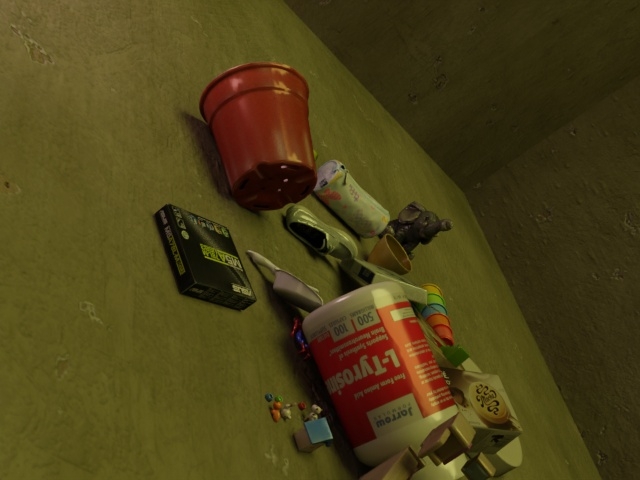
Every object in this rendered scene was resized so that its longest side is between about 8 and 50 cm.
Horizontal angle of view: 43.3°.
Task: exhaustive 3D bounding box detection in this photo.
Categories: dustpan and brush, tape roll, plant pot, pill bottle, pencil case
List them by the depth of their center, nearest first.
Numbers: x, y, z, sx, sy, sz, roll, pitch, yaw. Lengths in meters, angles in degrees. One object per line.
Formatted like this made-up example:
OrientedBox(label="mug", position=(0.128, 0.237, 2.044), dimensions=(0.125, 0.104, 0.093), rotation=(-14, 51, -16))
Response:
OrientedBox(label="pill bottle", position=(0.138, 0.307, 1.639), dimensions=(0.229, 0.229, 0.407), rotation=(9, 55, -65))
OrientedBox(label="dustpan and brush", position=(-0.075, 0.089, 1.750), dimensions=(0.211, 0.060, 0.147), rotation=(25, -15, 4))
OrientedBox(label="plant pot", position=(-0.132, -0.232, 1.908), dimensions=(0.272, 0.273, 0.265), rotation=(30, 39, -52))
OrientedBox(label="tape roll", position=(0.448, 0.492, 2.336), dimensions=(0.392, 0.072, 0.392), rotation=(46, 21, -24))
OrientedBox(label="plant pot", position=(0.197, 0.060, 2.421), dimensions=(0.134, 0.095, 0.134), rotation=(47, 21, -24))
OrientedBox(label="pencil case", position=(0.091, -0.123, 2.435), dimensions=(0.273, 0.124, 0.113), rotation=(44, 21, -31))

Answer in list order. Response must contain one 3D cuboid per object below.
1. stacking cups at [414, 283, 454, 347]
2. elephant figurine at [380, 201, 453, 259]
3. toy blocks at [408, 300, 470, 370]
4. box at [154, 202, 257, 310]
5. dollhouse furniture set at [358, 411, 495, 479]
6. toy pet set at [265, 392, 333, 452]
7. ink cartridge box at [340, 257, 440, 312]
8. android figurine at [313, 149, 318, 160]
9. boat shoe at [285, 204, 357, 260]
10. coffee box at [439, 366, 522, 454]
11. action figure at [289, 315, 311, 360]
OrientedBox(label="stacking cups", position=(0.338, 0.235, 2.425), dimensions=(0.096, 0.096, 0.316), rotation=(50, 15, -16))
OrientedBox(label="elephant figurine", position=(0.331, -0.043, 2.690), dimensions=(0.169, 0.239, 0.186), rotation=(21, 38, -58))
OrientedBox(label="toy blocks", position=(0.246, 0.262, 2.131), dimensions=(0.381, 0.191, 0.261), rotation=(43, 10, -33))
OrientedBox(label="box", position=(-0.219, 0.034, 1.548), dimensions=(0.191, 0.045, 0.184), rotation=(26, 32, -54))
OrientedBox(label="dollhouse furniture set", position=(0.206, 0.520, 1.396), dimensions=(0.303, 0.286, 0.198), rotation=(52, 25, 7))
OrientedBox(label="toy pet set", position=(-0.026, 0.326, 1.487), dimensions=(0.122, 0.065, 0.114), rotation=(28, 32, -52))
OrientedBox(label="ink cartridge box", position=(0.189, 0.110, 2.145), dimensions=(0.224, 0.045, 0.223), rotation=(21, 4, -23))
OrientedBox(label="android figurine", position=(-0.108, -0.325, 2.398), dimensions=(0.273, 0.056, 0.248), rotation=(25, 35, -56))
OrientedBox(label="boat shoe", position=(0.000, -0.001, 2.083), dimensions=(0.228, 0.079, 0.081), rotation=(35, 34, -21))
OrientedBox(label="coffee box", position=(0.319, 0.408, 1.950), dimensions=(0.297, 0.119, 0.168), rotation=(14, 41, -31))
OrientedBox(label="action figure", position=(-0.044, 0.203, 1.709), dimensions=(0.038, 0.030, 0.115), rotation=(46, 21, -36))
